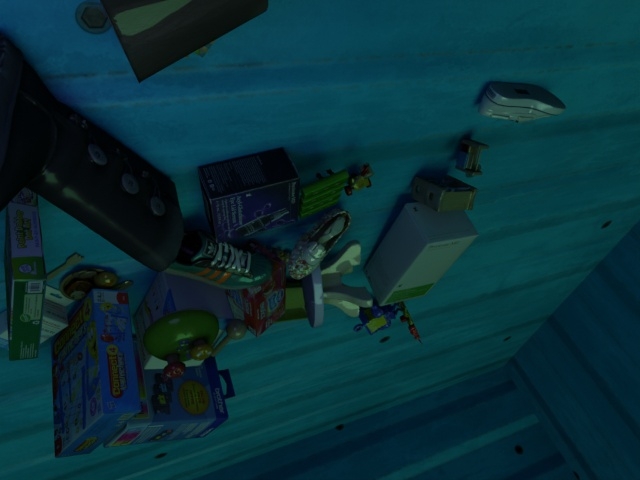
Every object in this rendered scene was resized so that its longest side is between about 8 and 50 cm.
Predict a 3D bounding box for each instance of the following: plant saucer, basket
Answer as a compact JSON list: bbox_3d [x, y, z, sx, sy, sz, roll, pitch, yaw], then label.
[{"bbox_3d":[-0.084,0.190,1.668,0.188,0.045,0.188,-2,138,-33],"label":"plant saucer"},{"bbox_3d":[-0.205,-0.367,0.762,0.226,0.154,0.204,-26,143,-10],"label":"basket"}]

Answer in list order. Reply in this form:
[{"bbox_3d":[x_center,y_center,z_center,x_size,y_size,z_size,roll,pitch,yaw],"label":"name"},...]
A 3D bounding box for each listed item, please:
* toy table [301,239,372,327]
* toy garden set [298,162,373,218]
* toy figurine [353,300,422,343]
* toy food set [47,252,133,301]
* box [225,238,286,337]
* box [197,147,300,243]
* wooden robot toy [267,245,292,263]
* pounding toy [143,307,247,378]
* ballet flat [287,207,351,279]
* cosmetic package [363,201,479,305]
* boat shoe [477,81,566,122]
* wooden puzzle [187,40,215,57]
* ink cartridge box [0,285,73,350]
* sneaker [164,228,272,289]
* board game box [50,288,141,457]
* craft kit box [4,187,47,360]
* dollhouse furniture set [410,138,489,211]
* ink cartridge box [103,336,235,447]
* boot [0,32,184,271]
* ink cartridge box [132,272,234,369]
[{"bbox_3d":[0.037,0.121,1.505,0.160,0.252,0.274,-8,131,-12],"label":"toy table"},{"bbox_3d":[0.038,-0.138,1.248,0.203,0.049,0.244,-24,173,-9],"label":"toy garden set"},{"bbox_3d":[0.219,0.293,1.901,0.217,0.191,0.362,-25,145,6],"label":"toy figurine"},{"bbox_3d":[-0.555,0.111,1.243,0.132,0.039,0.192,-33,146,8],"label":"toy food set"},{"bbox_3d":[-0.180,0.135,1.427,0.122,0.128,0.257,-40,154,-30],"label":"box"},{"bbox_3d":[-0.159,-0.103,1.174,0.207,0.108,0.153,-17,144,-15],"label":"box"},{"bbox_3d":[-0.106,0.068,1.475,0.079,0.076,0.173,-23,148,-27],"label":"wooden robot toy"},{"bbox_3d":[-0.302,0.265,1.251,0.236,0.110,0.183,14,128,-41],"label":"pounding toy"},{"bbox_3d":[0.000,0.000,1.368,0.091,0.077,0.241,43,67,-17],"label":"ballet flat"},{"bbox_3d":[0.298,0.040,1.610,0.196,0.155,0.366,-9,150,-24],"label":"cosmetic package"},{"bbox_3d":[0.520,-0.351,1.345,0.258,0.095,0.084,3,140,-23],"label":"boat shoe"},{"bbox_3d":[-0.212,-0.350,0.901,0.083,0.006,0.049,-44,143,23],"label":"wooden puzzle"},{"bbox_3d":[-0.687,0.192,1.238,0.181,0.062,0.104,-33,146,7],"label":"ink cartridge box"},{"bbox_3d":[-0.252,0.042,1.220,0.302,0.108,0.121,10,157,-17],"label":"sneaker"},{"bbox_3d":[-0.554,0.322,1.250,0.086,0.302,0.308,11,139,-42],"label":"board game box"},{"bbox_3d":[-0.565,0.056,0.981,0.060,0.247,0.250,2,136,-32],"label":"craft kit box"},{"bbox_3d":[0.352,-0.189,1.428,0.129,0.129,0.184,-5,116,-29],"label":"dollhouse furniture set"},{"bbox_3d":[-0.447,0.446,1.554,0.151,0.270,0.395,-40,145,27],"label":"ink cartridge box"},{"bbox_3d":[-0.407,-0.053,0.860,0.146,0.367,0.445,-10,150,16],"label":"boot"},{"bbox_3d":[-0.371,0.209,1.381,0.168,0.171,0.233,7,133,-39],"label":"ink cartridge box"}]
